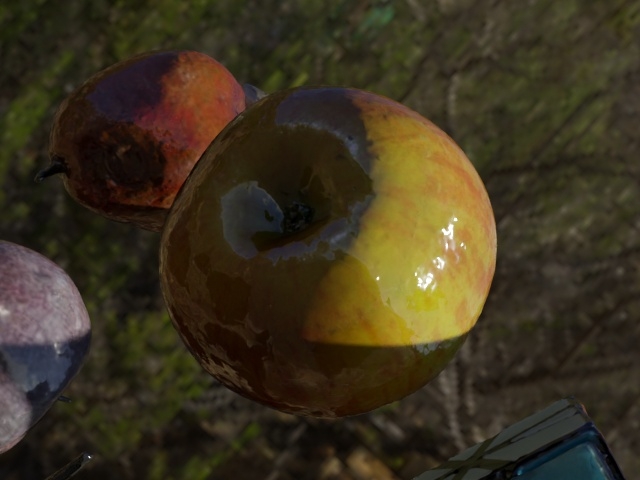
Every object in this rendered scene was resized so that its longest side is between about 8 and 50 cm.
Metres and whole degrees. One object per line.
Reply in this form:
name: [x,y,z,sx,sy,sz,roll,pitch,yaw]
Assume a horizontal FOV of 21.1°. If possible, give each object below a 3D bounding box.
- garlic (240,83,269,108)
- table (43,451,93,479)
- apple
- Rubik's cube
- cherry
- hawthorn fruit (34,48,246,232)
garlic: [-0.071,-0.156,2.153,0.152,0.084,0.066,37,-56,35]
table: [-0.429,0.257,2.040,0.317,0.249,0.317,29,31,-19]
apple: [0.000,0.000,1.487,0.301,0.301,0.301,40,-11,9]
Rubik's cube: [0.206,0.347,1.710,0.283,0.288,0.293,62,2,3]
cherry: [-0.263,0.075,1.332,0.176,0.176,0.140,45,-10,-17]
hawthorn fruit: [-0.212,-0.113,2.010,0.224,0.261,0.224,171,-90,-68]
